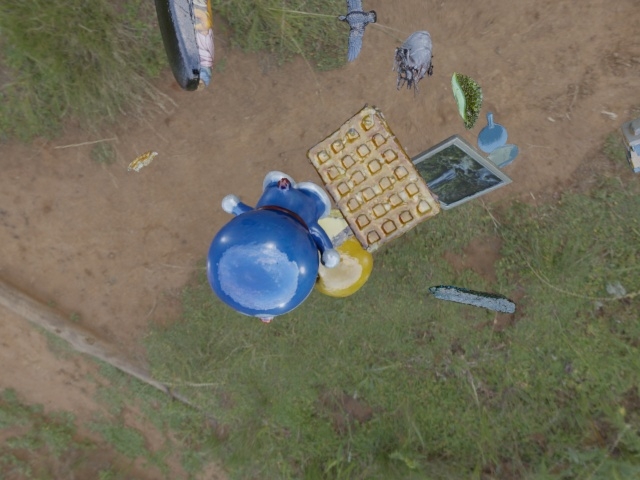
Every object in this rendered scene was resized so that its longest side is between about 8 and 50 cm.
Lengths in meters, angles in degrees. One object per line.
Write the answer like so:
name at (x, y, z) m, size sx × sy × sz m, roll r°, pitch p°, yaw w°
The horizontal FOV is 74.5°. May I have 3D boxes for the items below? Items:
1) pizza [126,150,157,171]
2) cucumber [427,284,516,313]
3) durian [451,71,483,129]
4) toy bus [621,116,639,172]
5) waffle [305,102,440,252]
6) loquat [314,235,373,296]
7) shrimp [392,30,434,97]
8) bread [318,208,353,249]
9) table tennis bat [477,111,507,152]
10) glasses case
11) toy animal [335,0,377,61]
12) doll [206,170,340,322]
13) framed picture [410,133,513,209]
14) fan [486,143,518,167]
pizza at (-0.366, -0.160, 0.862) m, size 0.083 × 0.037 × 0.016 m, roll -26°, pitch 138°, yaw 19°
cucumber at (0.400, 0.150, 1.102) m, size 0.256 × 0.043 × 0.044 m, roll 12°, pitch 131°, yaw -14°
durian at (0.564, -0.525, 1.579) m, size 0.095 × 0.137 × 0.221 m, roll -5°, pitch 96°, yaw 39°
toy bus at (0.727, -0.225, 0.864) m, size 0.182 × 0.091 × 0.103 m, roll -22°, pitch 126°, yaw 39°
waffle at (0.061, -0.071, 0.490) m, size 0.102 × 0.042 × 0.148 m, roll -33°, pitch 83°, yaw 18°
loquat at (0.078, 0.082, 1.630) m, size 0.274 × 0.275 × 0.275 m, roll 5°, pitch 113°, yaw 12°
shrimp at (0.304, -0.590, 1.419) m, size 0.145 × 0.343 × 0.116 m, roll -13°, pitch 137°, yaw 33°
bread at (0.046, -0.055, 1.121) m, size 0.152 × 0.147 × 0.127 m, roll -27°, pitch 102°, yaw 3°
table tennis bat at (0.594, -0.371, 1.459) m, size 0.100 × 0.019 × 0.155 m, roll -15°, pitch 130°, yaw 17°
glasses case at (-0.230, -0.413, 0.687) m, size 0.082 × 0.122 × 0.321 m, roll -11°, pitch 99°, yaw -23°
toy animal at (0.093, -0.593, 1.122) m, size 0.062 × 0.108 × 0.220 m, roll 14°, pitch 112°, yaw 48°
doll at (-0.075, 0.002, 0.654) m, size 0.215 × 0.257 × 0.161 m, roll 14°, pitch 133°, yaw 11°
framed picture at (0.383, -0.187, 1.243) m, size 0.324 × 0.020 × 0.240 m, roll 20°, pitch 148°, yaw -40°
fan at (0.574, -0.270, 1.406) m, size 0.175 × 0.005 × 0.113 m, roll -16°, pitch 145°, yaw 3°
